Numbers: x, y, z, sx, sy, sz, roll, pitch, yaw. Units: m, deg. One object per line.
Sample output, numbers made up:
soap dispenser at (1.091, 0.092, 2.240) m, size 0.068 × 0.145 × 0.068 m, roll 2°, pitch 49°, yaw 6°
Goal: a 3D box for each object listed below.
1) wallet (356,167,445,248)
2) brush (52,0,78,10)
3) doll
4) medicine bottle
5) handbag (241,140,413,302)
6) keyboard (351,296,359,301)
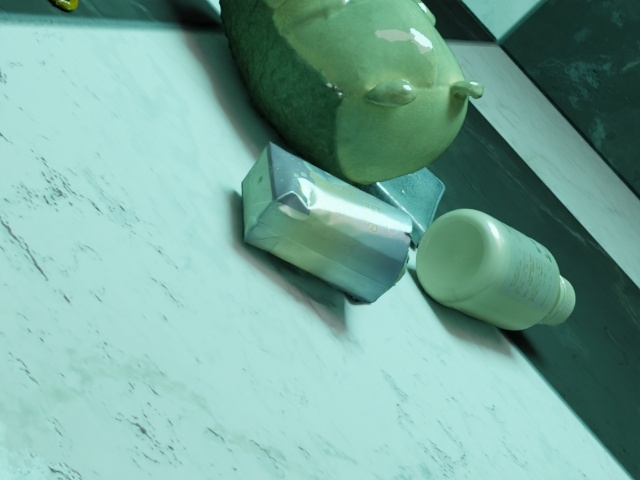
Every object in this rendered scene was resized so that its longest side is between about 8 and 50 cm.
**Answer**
wallet at (0.084, -0.087, 1.599) m, size 0.167 × 0.036 × 0.222 m, roll 45°, pitch 19°, yaw -5°
brush at (-0.264, -0.306, 1.319) m, size 0.090 × 0.017 × 0.314 m, roll 34°, pitch 22°, yaw -27°
doll at (0.016, -0.227, 1.430) m, size 0.247 × 0.247 × 0.349 m, roll 22°, pitch 22°, yaw -52°
medicine bottle at (0.218, 0.046, 1.499) m, size 0.252 × 0.114 × 0.114 m, roll 24°, pitch 29°, yaw -51°
handbag at (0.012, -0.013, 1.185) m, size 0.173 × 0.095 × 0.117 m, roll 29°, pitch 28°, yaw -22°
keyboard at (0.000, 0.000, 1.271) m, size 0.155 × 0.010 × 0.053 m, roll 53°, pitch 18°, yaw 17°
